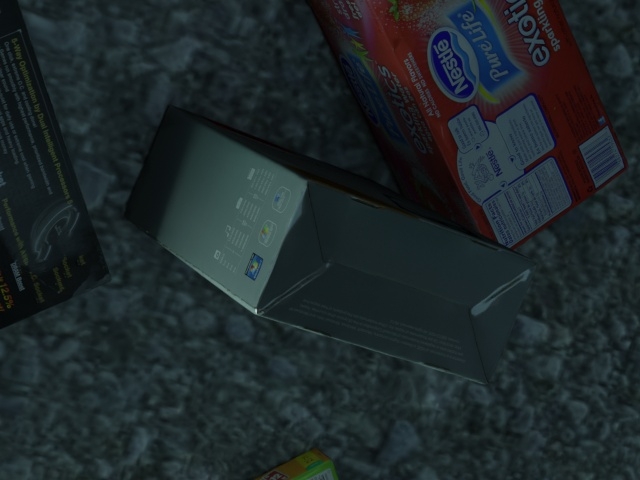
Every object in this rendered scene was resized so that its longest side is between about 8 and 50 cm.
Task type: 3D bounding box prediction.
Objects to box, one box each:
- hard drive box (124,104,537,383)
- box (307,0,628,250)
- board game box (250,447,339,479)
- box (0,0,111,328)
[{"bbox_3d":[0.000,0.000,1.285,0.181,0.232,0.089,19,95,-30],"label":"hard drive box"},{"bbox_3d":[0.092,-0.131,1.354,0.128,0.123,0.257,-35,117,-14],"label":"box"},{"bbox_3d":[-0.091,0.264,1.431,0.259,0.039,0.124,-26,114,-20],"label":"board game box"},{"bbox_3d":[-0.292,-0.069,1.211,0.242,0.076,0.307,-25,114,-18],"label":"box"}]
